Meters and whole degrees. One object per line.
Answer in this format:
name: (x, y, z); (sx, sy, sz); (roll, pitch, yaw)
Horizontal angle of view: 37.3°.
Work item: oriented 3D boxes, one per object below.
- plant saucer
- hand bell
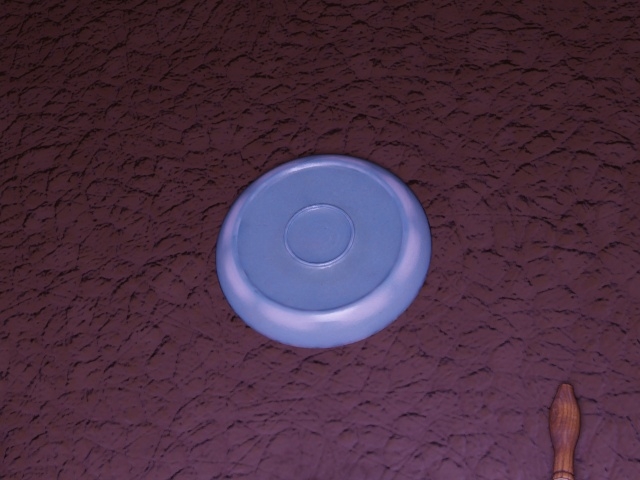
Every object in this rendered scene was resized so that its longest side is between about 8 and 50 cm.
plant saucer: (0.000, 0.000, 1.361); (0.318, 0.043, 0.317); (-4, 61, 7)
hand bell: (0.293, 0.279, 1.144); (0.126, 0.126, 0.242); (4, 51, 10)
